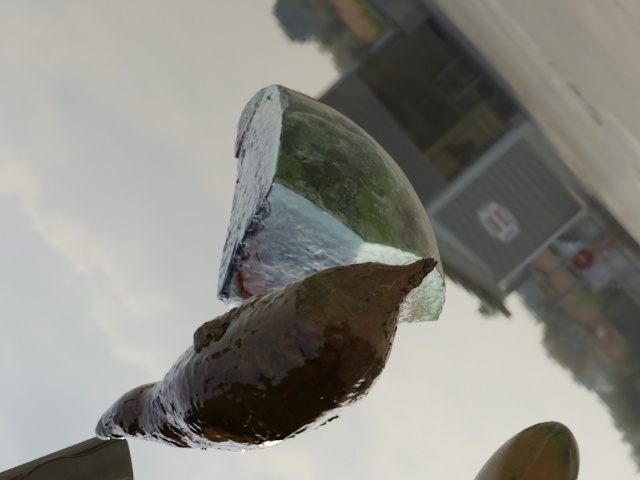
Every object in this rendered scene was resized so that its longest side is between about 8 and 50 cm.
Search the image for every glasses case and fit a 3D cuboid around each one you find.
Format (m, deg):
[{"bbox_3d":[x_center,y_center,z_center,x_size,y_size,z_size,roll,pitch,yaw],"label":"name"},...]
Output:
[{"bbox_3d":[-0.264,0.244,1.265,0.042,0.072,0.190,5,-166,42],"label":"glasses case"}]

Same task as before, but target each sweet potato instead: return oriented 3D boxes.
[{"bbox_3d":[-0.040,0.067,0.582,0.068,0.226,0.068,26,-130,-36],"label":"sweet potato"}]

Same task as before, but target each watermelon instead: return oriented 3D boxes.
[{"bbox_3d":[0.000,0.000,1.270,0.289,0.214,0.320,43,-179,-28],"label":"watermelon"}]

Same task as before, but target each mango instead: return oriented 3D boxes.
[{"bbox_3d":[0.250,0.330,1.654,0.120,0.221,0.151,35,151,-16],"label":"mango"}]
